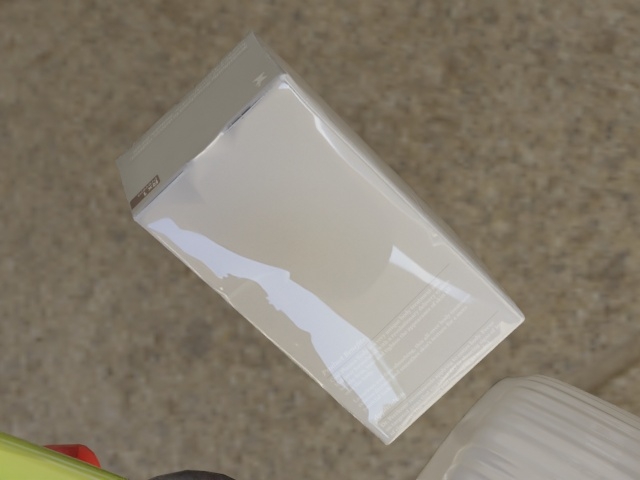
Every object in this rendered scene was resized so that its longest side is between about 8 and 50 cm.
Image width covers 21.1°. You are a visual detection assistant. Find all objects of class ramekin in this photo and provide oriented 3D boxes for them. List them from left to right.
[{"bbox_3d":[0.090,0.160,0.798,0.109,0.207,0.207,33,112,16],"label":"ramekin"}]

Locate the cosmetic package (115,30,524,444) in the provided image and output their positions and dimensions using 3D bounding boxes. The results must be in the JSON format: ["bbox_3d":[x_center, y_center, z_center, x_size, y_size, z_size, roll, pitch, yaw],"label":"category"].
[{"bbox_3d":[0.000,0.000,1.059,0.127,0.238,0.107,-41,24,6],"label":"cosmetic package"}]

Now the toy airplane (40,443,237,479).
[{"bbox_3d":[-0.212,0.234,0.752,0.386,0.272,0.384,19,96,65],"label":"toy airplane"}]

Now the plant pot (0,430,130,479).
[{"bbox_3d":[-0.166,0.128,0.382,0.207,0.228,0.227,136,152,-82],"label":"plant pot"}]
